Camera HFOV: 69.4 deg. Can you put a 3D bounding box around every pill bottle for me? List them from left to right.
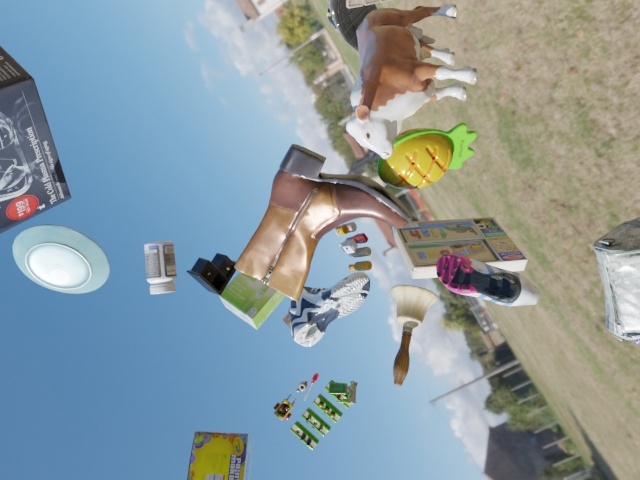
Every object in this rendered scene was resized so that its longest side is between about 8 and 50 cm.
[{"bbox_3d":[-0.431,0.073,1.251,0.078,0.078,0.137,4,-99,-76],"label":"pill bottle"}]

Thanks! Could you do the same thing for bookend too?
[{"bbox_3d":[-0.415,0.106,1.812,0.157,0.072,0.156,-61,-37,-23],"label":"bookend"}]

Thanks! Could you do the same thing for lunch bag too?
[{"bbox_3d":[0.896,0.103,1.273,0.212,0.255,0.305,-121,11,-75],"label":"lunch bag"}]

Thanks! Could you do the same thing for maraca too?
[{"bbox_3d":[0.192,-0.152,0.838,0.127,0.185,0.099,76,178,-55],"label":"maraca"}]

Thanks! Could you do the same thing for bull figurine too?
[{"bbox_3d":[0.132,-0.268,0.733,0.101,0.188,0.311,81,-172,-58],"label":"bull figurine"}]

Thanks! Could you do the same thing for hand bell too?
[{"bbox_3d":[0.217,0.248,1.183,0.126,0.126,0.242,46,-127,-49],"label":"hand bell"}]

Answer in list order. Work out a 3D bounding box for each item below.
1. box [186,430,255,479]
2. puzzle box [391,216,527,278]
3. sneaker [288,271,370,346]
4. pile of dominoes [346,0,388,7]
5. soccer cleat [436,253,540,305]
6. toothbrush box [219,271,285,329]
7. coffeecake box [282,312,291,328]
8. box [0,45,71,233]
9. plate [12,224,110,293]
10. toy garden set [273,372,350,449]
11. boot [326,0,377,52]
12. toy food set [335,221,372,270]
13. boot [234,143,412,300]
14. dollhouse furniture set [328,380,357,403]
[{"bbox_3d":[-0.329,0.800,1.538,0.279,0.176,0.290,97,176,-65],"label":"box"},{"bbox_3d":[0.485,0.019,1.659,0.272,0.408,0.052,-105,14,-52],"label":"puzzle box"},{"bbox_3d":[0.007,0.137,1.156,0.094,0.235,0.153,35,-169,-35],"label":"sneaker"},{"bbox_3d":[0.150,-0.747,1.241,0.040,0.251,0.196,42,145,39],"label":"pile of dominoes"},{"bbox_3d":[0.488,0.125,1.376,0.143,0.116,0.331,16,-176,-30],"label":"soccer cleat"},{"bbox_3d":[-0.283,0.223,2.102,0.206,0.283,0.122,31,154,23],"label":"toothbrush box"},{"bbox_3d":[-0.052,0.295,1.803,0.068,0.142,0.185,41,175,25],"label":"coffeecake box"},{"bbox_3d":[-0.702,-0.166,0.884,0.179,0.312,0.343,42,145,15],"label":"box"},{"bbox_3d":[-0.535,0.048,0.952,0.188,0.188,0.024,52,-161,-34],"label":"plate"},{"bbox_3d":[-0.035,0.595,1.646,0.203,0.244,0.049,39,-173,8],"label":"toy garden set"},{"bbox_3d":[0.102,-0.754,1.552,0.377,0.138,0.284,25,-152,-49],"label":"boot"},{"bbox_3d":[0.118,0.017,1.850,0.232,0.104,0.111,50,-130,-29],"label":"toy food set"},{"bbox_3d":[0.000,0.000,0.870,0.264,0.281,0.096,24,-162,-4],"label":"boot"},{"bbox_3d":[0.077,0.503,1.541,0.152,0.058,0.076,49,-138,-62],"label":"dollhouse furniture set"}]
